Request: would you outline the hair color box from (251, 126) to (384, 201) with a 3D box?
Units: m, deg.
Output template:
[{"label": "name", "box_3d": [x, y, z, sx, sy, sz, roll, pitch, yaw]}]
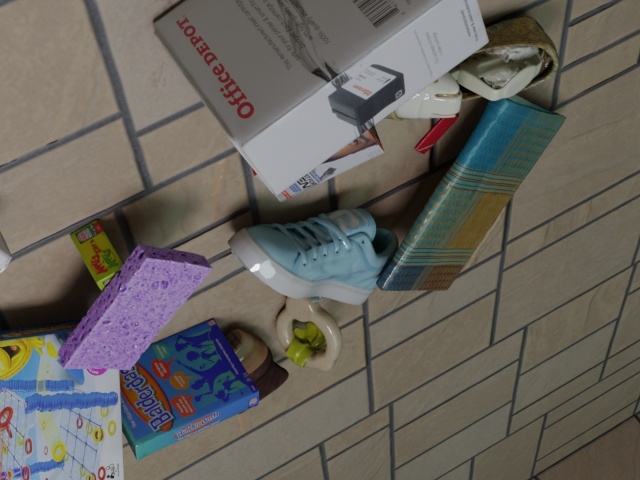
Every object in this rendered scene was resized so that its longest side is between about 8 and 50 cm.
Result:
[{"label": "hair color box", "box_3d": [-0.007, -0.124, 1.517, 0.167, 0.053, 0.093, -26, 150, 12]}]

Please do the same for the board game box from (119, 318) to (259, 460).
[{"label": "board game box", "box_3d": [-0.225, 0.229, 1.710, 0.210, 0.160, 0.047, -23, 146, -22]}]

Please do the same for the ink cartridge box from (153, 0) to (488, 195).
[{"label": "ink cartridge box", "box_3d": [-0.001, -0.236, 1.249, 0.307, 0.223, 0.129, -36, 149, 0]}]

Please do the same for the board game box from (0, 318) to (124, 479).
[{"label": "board game box", "box_3d": [-0.421, 0.277, 1.484, 0.302, 0.086, 0.308, -6, 96, -40]}]

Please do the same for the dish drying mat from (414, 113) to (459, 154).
[{"label": "dish drying mat", "box_3d": [0.183, -0.170, 1.722, 0.083, 0.008, 0.032, -47, 146, 17]}]

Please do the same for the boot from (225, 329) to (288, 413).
[{"label": "boot", "box_3d": [-0.178, 0.268, 1.873, 0.248, 0.090, 0.207, -38, 147, -3]}]

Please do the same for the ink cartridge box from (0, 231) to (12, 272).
[{"label": "ink cartridge box", "box_3d": [-0.477, -0.002, 1.224, 0.158, 0.092, 0.218, -36, 147, 0]}]

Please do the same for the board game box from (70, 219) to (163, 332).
[{"label": "board game box", "box_3d": [-0.278, 0.060, 1.499, 0.043, 0.092, 0.181, -31, 148, -9]}]

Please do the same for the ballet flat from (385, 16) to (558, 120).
[{"label": "ballet flat", "box_3d": [0.194, -0.231, 1.551, 0.348, 0.123, 0.123, -20, 145, -24]}]

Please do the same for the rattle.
[{"label": "rattle", "box_3d": [0.002, 0.113, 1.868, 0.142, 0.130, 0.200, -26, 122, -36]}]

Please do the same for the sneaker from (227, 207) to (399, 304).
[{"label": "sneaker", "box_3d": [0.000, 0.000, 1.673, 0.150, 0.135, 0.366, -54, 154, 13]}]

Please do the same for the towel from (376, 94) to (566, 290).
[{"label": "towel", "box_3d": [0.246, -0.073, 1.788, 0.370, 0.040, 0.271, -57, 154, 14]}]

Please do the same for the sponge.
[{"label": "sponge", "box_3d": [-0.248, 0.094, 1.452, 0.117, 0.031, 0.210, 12, 125, -50]}]
